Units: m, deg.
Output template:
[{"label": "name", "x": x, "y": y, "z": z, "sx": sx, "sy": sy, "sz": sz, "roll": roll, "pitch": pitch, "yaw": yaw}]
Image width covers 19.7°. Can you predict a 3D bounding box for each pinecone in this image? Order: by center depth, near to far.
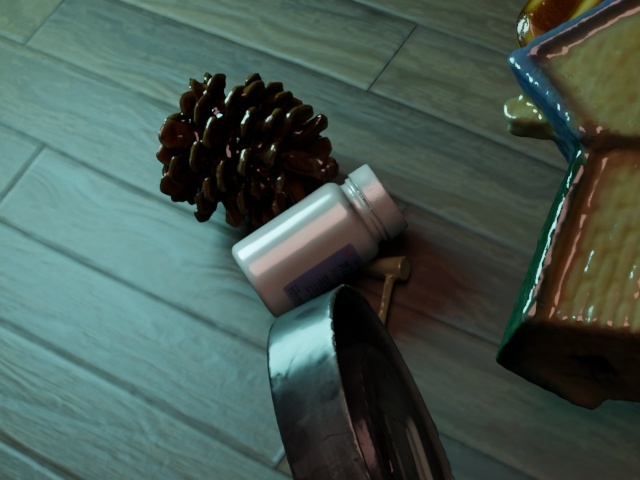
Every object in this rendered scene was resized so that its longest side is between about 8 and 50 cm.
[{"label": "pinecone", "x": -0.078, "y": -0.105, "z": 2.179, "sx": 0.212, "sy": 0.168, "sz": 0.185, "roll": 8, "pitch": 89, "yaw": 10}]

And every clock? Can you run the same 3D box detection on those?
[{"label": "clock", "x": 0.059, "y": 0.231, "z": 1.763, "sx": 0.076, "sy": 0.386, "sz": 0.386, "roll": -23, "pitch": 52, "yaw": 11}]

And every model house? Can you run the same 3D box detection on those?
[{"label": "model house", "x": 0.353, "y": -0.016, "z": 1.906, "sx": 0.343, "sy": 0.334, "sz": 0.382, "roll": 6, "pitch": 62, "yaw": 34}]

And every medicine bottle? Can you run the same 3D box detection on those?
[{"label": "medicine bottle", "x": 0.000, "y": 0.000, "z": 2.110, "sx": 0.187, "sy": 0.103, "sz": 0.103, "roll": -34, "pitch": 52, "yaw": -1}]

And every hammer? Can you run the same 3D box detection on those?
[{"label": "hammer", "x": 0.056, "y": 0.104, "z": 2.078, "sx": 0.060, "sy": 0.028, "sz": 0.195, "roll": -4, "pitch": 56, "yaw": 26}]

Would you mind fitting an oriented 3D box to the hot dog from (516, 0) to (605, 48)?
[{"label": "hot dog", "x": 0.350, "y": -0.313, "z": 2.234, "sx": 0.135, "sy": 0.100, "sz": 0.337, "roll": 18, "pitch": 62, "yaw": 37}]
